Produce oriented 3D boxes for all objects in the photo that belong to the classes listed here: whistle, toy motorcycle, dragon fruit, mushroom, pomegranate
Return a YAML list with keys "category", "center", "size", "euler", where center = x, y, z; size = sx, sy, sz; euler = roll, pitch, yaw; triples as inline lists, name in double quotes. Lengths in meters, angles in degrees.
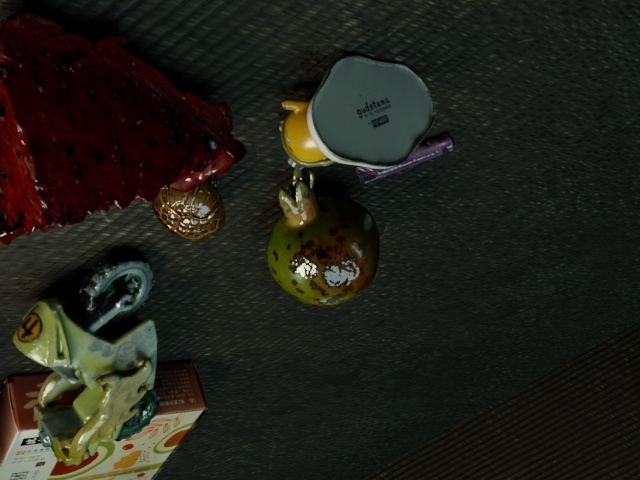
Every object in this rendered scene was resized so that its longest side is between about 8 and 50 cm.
- category: "whistle"
  center: [0.146, -0.139, 1.316]
  size: [0.176, 0.033, 0.033]
  euler: [-21, 149, -7]
- category: "toy motorcycle"
  center: [-0.382, 0.212, 1.305]
  size: [0.236, 0.168, 0.410]
  euler: [-22, 133, -32]
- category: "dragon fruit"
  center: [-0.288, -0.141, 0.964]
  size: [0.329, 0.228, 0.286]
  euler: [-24, -172, -40]
- category: "mushroom"
  center: [-0.195, -0.049, 1.160]
  size: [0.109, 0.085, 0.126]
  euler: [-23, 141, -3]
- category: "pomegranate"
  center: [0.006, -0.010, 1.296]
  size: [0.198, 0.198, 0.246]
  euler: [-10, 106, -23]

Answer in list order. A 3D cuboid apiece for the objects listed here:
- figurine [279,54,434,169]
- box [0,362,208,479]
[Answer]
- category: "figurine"
  center: [0.041, -0.164, 1.132]
  size: [0.249, 0.167, 0.141]
  euler: [-15, 173, -40]
- category: "box"
  center: [-0.479, 0.402, 1.599]
  size: [0.385, 0.122, 0.345]
  euler: [1, 140, -36]
